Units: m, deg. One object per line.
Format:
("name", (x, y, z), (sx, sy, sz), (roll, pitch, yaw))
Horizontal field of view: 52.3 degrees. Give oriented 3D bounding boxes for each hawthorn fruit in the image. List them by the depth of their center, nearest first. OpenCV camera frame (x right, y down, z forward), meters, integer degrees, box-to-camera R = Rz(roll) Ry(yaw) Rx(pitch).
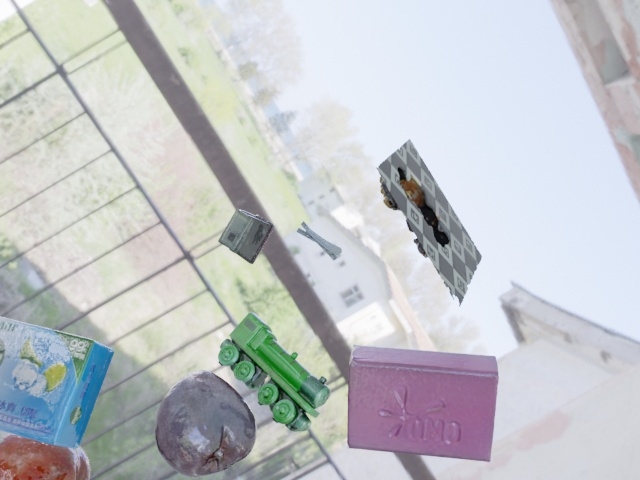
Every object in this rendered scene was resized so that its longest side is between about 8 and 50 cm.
("hawthorn fruit", (-0.716, 0.601, 1.611), (0.284, 0.284, 0.284), (60, 3, -5))

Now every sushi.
("sushi", (0.194, -0.033, 1.229), (0.290, 0.050, 0.264), (57, 29, -6))

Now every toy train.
("toy train", (-0.088, 0.248, 1.227), (0.251, 0.119, 0.085), (36, -11, 31))

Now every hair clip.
("hair clip", (0.001, -0.001, 1.451), (0.115, 0.030, 0.039), (35, -25, -13))

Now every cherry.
("cherry", (-0.198, 0.309, 1.090), (0.176, 0.140, 0.176), (17, 34, -12))

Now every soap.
("soap", (0.179, 0.287, 1.150), (0.081, 0.259, 0.181), (-60, 153, -70))

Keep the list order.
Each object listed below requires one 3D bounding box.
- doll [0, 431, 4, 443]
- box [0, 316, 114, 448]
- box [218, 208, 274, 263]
("doll", (-0.734, 0.437, 1.275), (0.293, 0.138, 0.119), (-65, 165, -48))
("box", (-0.398, 0.185, 0.875), (0.073, 0.194, 0.139), (74, 29, -67))
("box", (-0.138, -0.011, 1.196), (0.060, 0.085, 0.063), (32, 0, 41))
